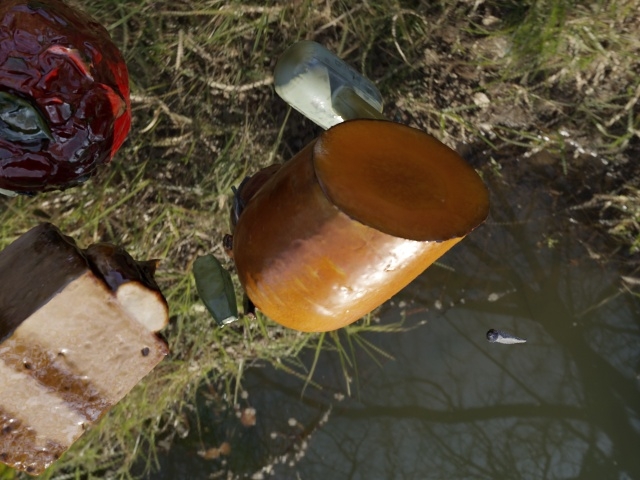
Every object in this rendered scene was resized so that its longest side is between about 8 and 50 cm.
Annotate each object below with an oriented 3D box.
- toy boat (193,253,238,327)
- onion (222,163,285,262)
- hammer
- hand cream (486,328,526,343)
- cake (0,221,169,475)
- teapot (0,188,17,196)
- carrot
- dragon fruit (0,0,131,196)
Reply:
[{"bbox_3d":[-0.268,0.109,1.667,0.093,0.293,0.055,-25,124,-7],"label":"toy boat"},{"bbox_3d":[-0.059,-0.010,1.262,0.276,0.276,0.276,-1,115,-2],"label":"onion"},{"bbox_3d":[0.053,-0.198,1.020,0.201,0.305,0.113,24,106,-35],"label":"hammer"},{"bbox_3d":[0.271,0.146,0.978,0.030,0.019,0.093,-18,154,38],"label":"hand cream"},{"bbox_3d":[-0.327,0.102,0.810,0.293,0.198,0.196,-43,130,-12],"label":"cake"},{"bbox_3d":[-0.735,-0.231,1.599,0.171,0.203,0.225,34,65,-18],"label":"teapot"},{"bbox_3d":[0.000,0.000,0.763,0.214,0.193,0.331,23,136,-25],"label":"carrot"},{"bbox_3d":[-0.365,-0.178,0.837,0.244,0.299,0.245,6,78,-29],"label":"dragon fruit"}]
